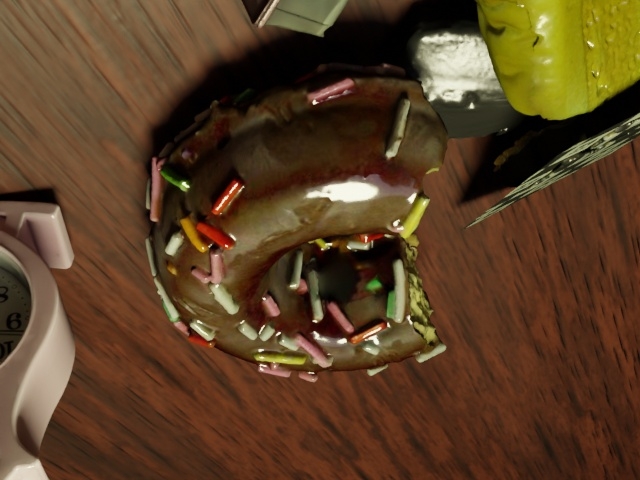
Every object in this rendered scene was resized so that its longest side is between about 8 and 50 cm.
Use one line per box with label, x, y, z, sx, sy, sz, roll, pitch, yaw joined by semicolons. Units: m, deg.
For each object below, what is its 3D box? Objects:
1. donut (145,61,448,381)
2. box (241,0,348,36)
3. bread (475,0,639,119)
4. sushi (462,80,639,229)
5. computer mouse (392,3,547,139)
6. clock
donut;-0.022;0.006;0.793;0.259;0.136;0.345;-9;142;-1
box;-0.021;-0.188;0.639;0.063;0.084;0.060;11;130;-38
bread;0.145;-0.255;0.585;0.166;0.112;0.383;-35;132;-10
sushi;0.224;-0.093;0.789;0.192;0.043;0.279;-27;173;-8
computer mouse;0.161;-0.144;0.767;0.217;0.073;0.122;-10;139;-9
clock;-0.336;0.101;0.687;0.290;0.275;0.080;-7;142;-9
